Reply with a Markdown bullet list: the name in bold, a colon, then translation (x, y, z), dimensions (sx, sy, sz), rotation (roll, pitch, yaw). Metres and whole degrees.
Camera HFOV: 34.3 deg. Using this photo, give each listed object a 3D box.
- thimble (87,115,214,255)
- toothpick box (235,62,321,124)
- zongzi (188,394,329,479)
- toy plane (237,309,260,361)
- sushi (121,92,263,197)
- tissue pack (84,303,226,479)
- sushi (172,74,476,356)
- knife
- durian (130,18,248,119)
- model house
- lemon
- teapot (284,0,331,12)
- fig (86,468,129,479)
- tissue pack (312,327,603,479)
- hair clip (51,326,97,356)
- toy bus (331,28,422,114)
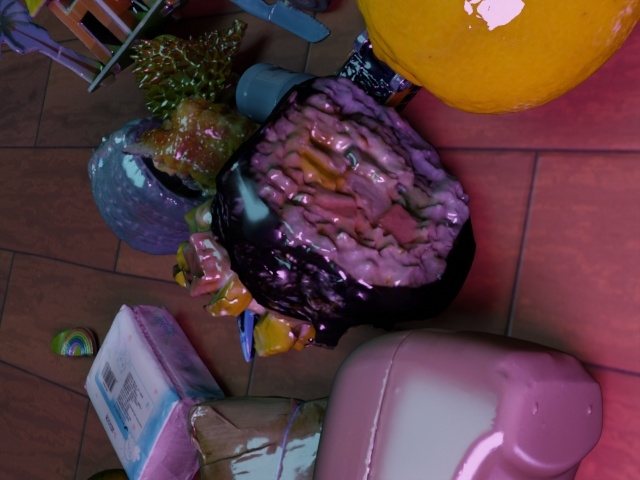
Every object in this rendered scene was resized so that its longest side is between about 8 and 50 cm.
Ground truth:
- **thimble**: translation (-0.277, -0.096, 1.746), dimensions (0.143, 0.235, 0.198), rotation (-44, 16, 36)
- **toothpick box**: translation (-0.050, -0.215, 1.601), dimensions (0.153, 0.101, 0.101), rotation (28, 102, 51)
- **zongzi**: translation (0.026, 0.367, 1.335), dimensions (0.392, 0.174, 0.356), rotation (-10, 83, 25)
- **toy plane**: translation (-0.096, 0.076, 1.589), dimensions (0.169, 0.078, 0.246), rotation (-35, 48, 40)
- **sushi**: translation (-0.150, -0.132, 1.580), dimensions (0.139, 0.274, 0.184), rotation (-63, 8, -4)
- **tissue pack**: translation (-0.278, 0.258, 1.732), dimensions (0.271, 0.124, 0.201), rotation (48, 116, 44)
- **sushi**: translation (0.000, 0.000, 1.322), dimensions (0.285, 0.328, 0.328), rotation (-53, 6, 42)
- **knife**: translation (-0.073, -0.383, 1.745), dimensions (0.313, 0.019, 0.044), rotation (38, 107, 46)
- **durian**: translation (-0.228, -0.294, 1.827), dimensions (0.306, 0.166, 0.172), rotation (-18, 96, 53)
- **model house**: translation (-0.439, -0.466, 1.867), dimensions (0.300, 0.323, 0.340), rotation (-40, 7, 40)
- **lemon**: translation (0.201, -0.309, 1.151), dimensions (0.348, 0.348, 0.348), rotation (-17, 67, 47)
- **teapot**: translation (-0.024, -0.419, 1.637), dimensions (0.124, 0.092, 0.091), rotation (15, 75, 45)
- **fig**: translation (-0.359, 0.486, 1.803), dimensions (0.259, 0.151, 0.151), rotation (118, 148, -62)
- **tissue pack**: translation (0.126, 0.287, 1.109), dimensions (0.276, 0.267, 0.387), rotation (3, 85, 37)
- **hair clip**: translation (-0.503, 0.205, 2.091), dimensions (0.188, 0.033, 0.060), rotation (-8, 73, 49)
- **toy bus**: translation (0.085, -0.224, 1.427), dimensions (0.098, 0.114, 0.201), rotation (48, 121, 12)
